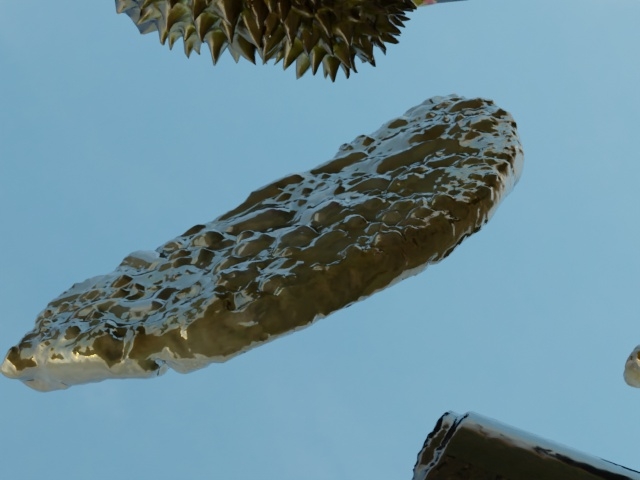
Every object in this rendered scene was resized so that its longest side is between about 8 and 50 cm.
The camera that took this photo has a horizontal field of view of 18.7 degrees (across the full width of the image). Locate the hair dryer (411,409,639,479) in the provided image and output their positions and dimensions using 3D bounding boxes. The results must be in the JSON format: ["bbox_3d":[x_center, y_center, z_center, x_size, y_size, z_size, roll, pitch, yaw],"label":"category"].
[{"bbox_3d":[0.117,0.181,0.750,0.197,0.251,0.089,20,-127,12],"label":"hair dryer"}]

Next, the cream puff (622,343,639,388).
[{"bbox_3d":[0.184,0.068,0.923,0.058,0.083,0.083,29,-93,-52],"label":"cream puff"}]

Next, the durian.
[{"bbox_3d":[-0.029,-0.160,0.904,0.237,0.138,0.193,45,-146,-50],"label":"durian"}]

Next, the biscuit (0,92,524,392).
[{"bbox_3d":[0.001,0.002,0.833,0.290,0.141,0.038,-29,-71,-32],"label":"biscuit"}]
